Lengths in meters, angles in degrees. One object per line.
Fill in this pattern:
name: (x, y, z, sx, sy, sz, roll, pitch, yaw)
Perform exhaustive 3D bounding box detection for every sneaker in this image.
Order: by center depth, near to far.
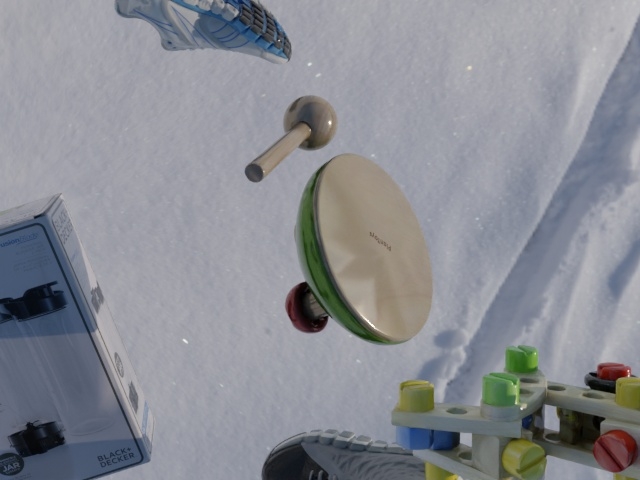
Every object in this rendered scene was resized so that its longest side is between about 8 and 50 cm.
sneaker: (0.028, 0.254, 0.709, 0.228, 0.132, 0.086, -7, 105, 21)
sneaker: (-0.119, -0.220, 0.735, 0.190, 0.083, 0.071, 22, 38, -29)

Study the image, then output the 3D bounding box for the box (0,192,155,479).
box: (-0.298, 0.114, 0.749, 0.169, 0.087, 0.290, -18, 110, -2)

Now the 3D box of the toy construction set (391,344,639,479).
toy construction set: (0.236, 0.174, 0.561, 0.215, 0.327, 0.151, -5, 111, -47)

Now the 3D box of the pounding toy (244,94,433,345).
pounding toy: (0.000, 0.000, 0.689, 0.237, 0.110, 0.183, 55, 37, -18)
